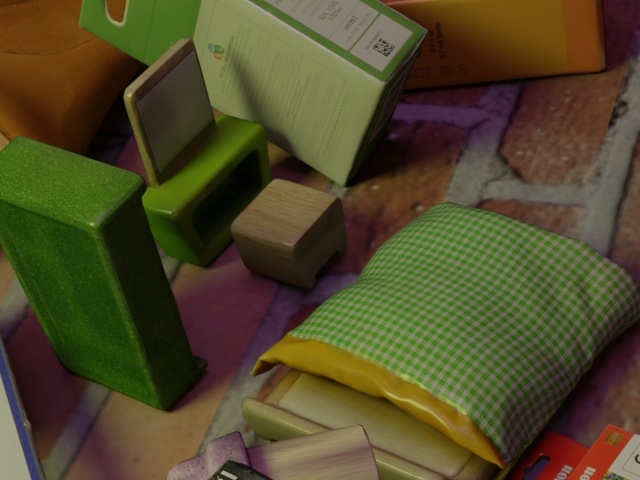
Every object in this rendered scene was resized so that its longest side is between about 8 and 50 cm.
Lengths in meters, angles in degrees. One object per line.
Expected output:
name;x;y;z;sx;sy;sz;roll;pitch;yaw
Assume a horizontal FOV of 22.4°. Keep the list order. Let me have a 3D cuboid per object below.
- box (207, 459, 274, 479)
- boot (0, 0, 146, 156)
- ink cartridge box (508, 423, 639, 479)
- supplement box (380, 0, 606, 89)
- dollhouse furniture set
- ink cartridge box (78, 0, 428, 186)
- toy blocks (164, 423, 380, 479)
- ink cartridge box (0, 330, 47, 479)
box;0.003;0.160;0.388;0.190;0.045;0.184;23;47;22
boot;-0.160;-0.117;1.098;0.211;0.104;0.295;-32;40;-19
ink cartridge box;0.146;0.126;0.803;0.115;0.029;0.063;21;51;33
supplement box;0.073;-0.153;1.096;0.233;0.078;0.080;-6;42;8
dollhouse furniture set;0.000;0.000;0.884;0.301;0.151;0.197;18;50;32
ink cartridge box;-0.046;-0.135;1.022;0.209;0.109;0.062;31;55;7
toy blocks;-0.080;0.243;0.538;0.260;0.288;0.309;-12;44;-6
ink cartridge box;-0.290;0.172;0.843;0.307;0.072;0.303;-19;40;-10
